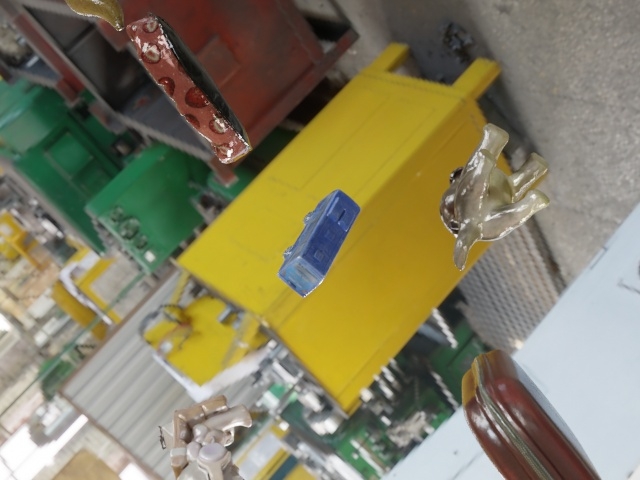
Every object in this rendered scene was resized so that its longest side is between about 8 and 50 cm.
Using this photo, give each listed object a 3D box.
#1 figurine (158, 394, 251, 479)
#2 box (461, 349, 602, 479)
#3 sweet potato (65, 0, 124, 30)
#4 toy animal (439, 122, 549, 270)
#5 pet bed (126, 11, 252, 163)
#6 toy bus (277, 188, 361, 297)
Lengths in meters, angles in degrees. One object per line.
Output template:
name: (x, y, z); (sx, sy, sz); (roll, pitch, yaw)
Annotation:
figurine: (-0.151, 0.349, 1.346); (0.236, 0.141, 0.162); (-115, 20, -50)
box: (0.323, 0.299, 1.431); (0.263, 0.108, 0.404); (52, -173, 2)
sweet potato: (-0.428, -0.441, 1.643); (0.249, 0.069, 0.059); (39, 128, 37)
toy animal: (0.234, -0.059, 1.280); (0.121, 0.168, 0.233); (34, -163, -1)
pet bed: (-0.145, -0.171, 1.056); (0.201, 0.053, 0.201); (53, -178, -2)
toy bus: (0.003, 0.001, 1.706); (0.079, 0.236, 0.094); (45, 132, -15)
